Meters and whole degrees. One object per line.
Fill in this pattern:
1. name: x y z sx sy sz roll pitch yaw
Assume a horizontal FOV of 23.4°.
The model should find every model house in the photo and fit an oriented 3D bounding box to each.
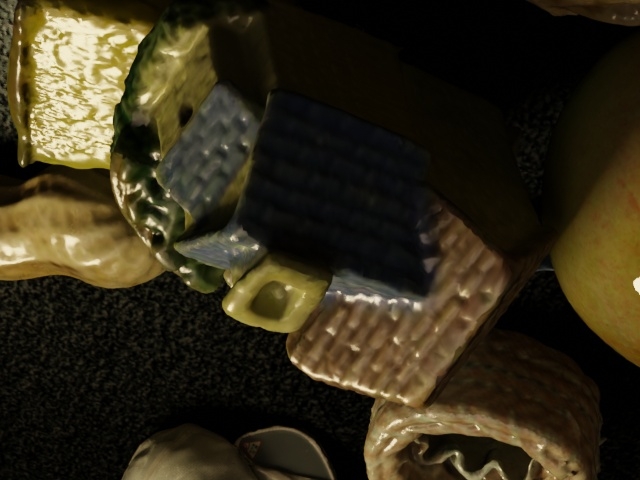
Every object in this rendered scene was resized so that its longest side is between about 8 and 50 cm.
1. model house: 0.000 0.000 1.180 0.321 0.266 0.261 20 119 -27
2. model house: -0.124 -0.146 1.294 0.234 0.174 0.193 17 133 9

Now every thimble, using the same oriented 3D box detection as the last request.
1. thimble: 0.164 0.190 1.556 0.229 0.148 0.196 -5 129 18

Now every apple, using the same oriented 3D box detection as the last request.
1. apple: 0.327 -0.024 1.202 0.319 0.277 0.319 8 134 8

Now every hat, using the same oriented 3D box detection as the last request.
1. hat: -0.097 0.320 1.755 0.275 0.161 0.232 19 140 -6

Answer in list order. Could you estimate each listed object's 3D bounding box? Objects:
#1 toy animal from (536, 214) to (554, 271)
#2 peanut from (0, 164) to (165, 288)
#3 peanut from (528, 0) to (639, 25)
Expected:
1. toy animal: 0.094 0.004 1.447 0.255 0.176 0.239 32 143 37
2. peanut: -0.272 -0.018 1.511 0.275 0.111 0.125 2 129 15
3. peanut: 0.271 -0.232 1.113 0.325 0.140 0.153 2 103 15
